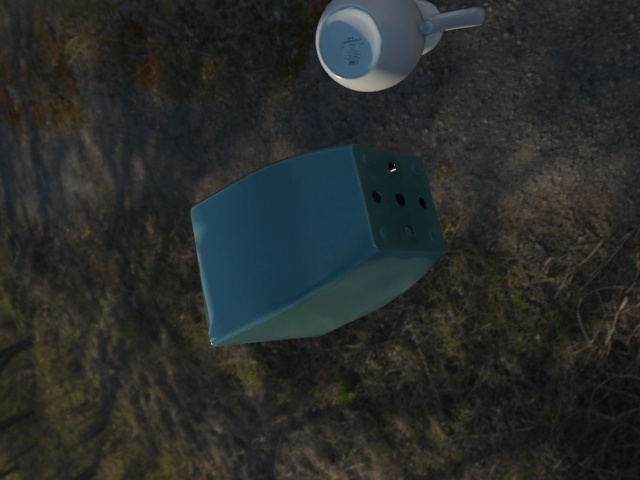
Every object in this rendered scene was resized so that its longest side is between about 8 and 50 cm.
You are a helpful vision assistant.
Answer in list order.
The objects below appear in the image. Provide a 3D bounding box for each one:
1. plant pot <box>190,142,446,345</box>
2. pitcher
[{"bbox_3d":[0.000,0.000,0.618,0.234,0.166,0.165,-28,67,45],"label":"plant pot"},{"bbox_3d":[0.101,-0.262,0.729,0.178,0.207,0.125,-3,110,30],"label":"pitcher"}]
